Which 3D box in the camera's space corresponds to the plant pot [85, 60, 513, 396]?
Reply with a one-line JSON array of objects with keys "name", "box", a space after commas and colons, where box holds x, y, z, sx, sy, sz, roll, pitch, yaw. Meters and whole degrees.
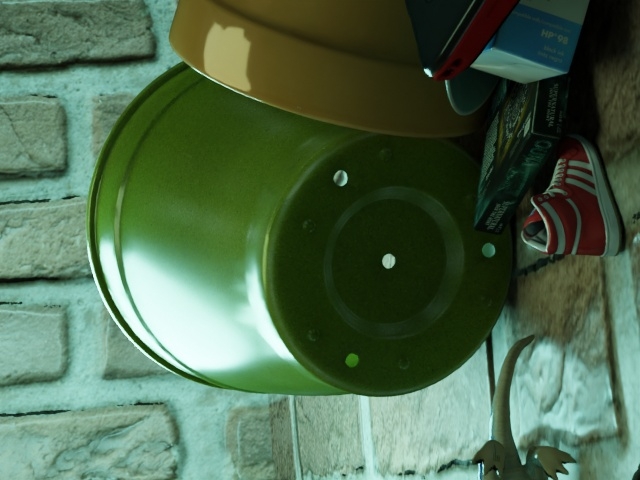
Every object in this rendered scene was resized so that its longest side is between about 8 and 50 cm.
[{"name": "plant pot", "box": [0.000, 0.000, 1.535, 0.353, 0.366, 0.366, -161, 67, -66]}]

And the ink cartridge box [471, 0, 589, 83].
[{"name": "ink cartridge box", "box": [0.160, -0.209, 1.158, 0.104, 0.060, 0.180, -172, 99, -80]}]

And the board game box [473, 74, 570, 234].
[{"name": "board game box", "box": [0.161, -0.097, 1.287, 0.186, 0.026, 0.126, 111, 170, -67]}]

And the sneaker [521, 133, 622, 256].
[{"name": "sneaker", "box": [0.175, -0.035, 1.193, 0.042, 0.067, 0.118, 96, 167, -44]}]

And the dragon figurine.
[{"name": "dragon figurine", "box": [0.156, 0.231, 1.332, 0.144, 0.085, 0.289, 105, 158, -59]}]

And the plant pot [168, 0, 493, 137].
[{"name": "plant pot", "box": [0.030, -0.236, 1.404, 0.291, 0.291, 0.203, -114, 36, -64]}]

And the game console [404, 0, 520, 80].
[{"name": "game console", "box": [0.120, -0.353, 1.123, 0.342, 0.060, 0.386, -53, 35, 40]}]

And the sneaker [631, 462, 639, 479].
[{"name": "sneaker", "box": [0.241, 0.233, 0.822, 0.146, 0.122, 0.330, -43, 37, 46]}]

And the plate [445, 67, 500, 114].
[{"name": "plate", "box": [0.124, -0.191, 1.256, 0.188, 0.024, 0.188, -49, -32, -47]}]
